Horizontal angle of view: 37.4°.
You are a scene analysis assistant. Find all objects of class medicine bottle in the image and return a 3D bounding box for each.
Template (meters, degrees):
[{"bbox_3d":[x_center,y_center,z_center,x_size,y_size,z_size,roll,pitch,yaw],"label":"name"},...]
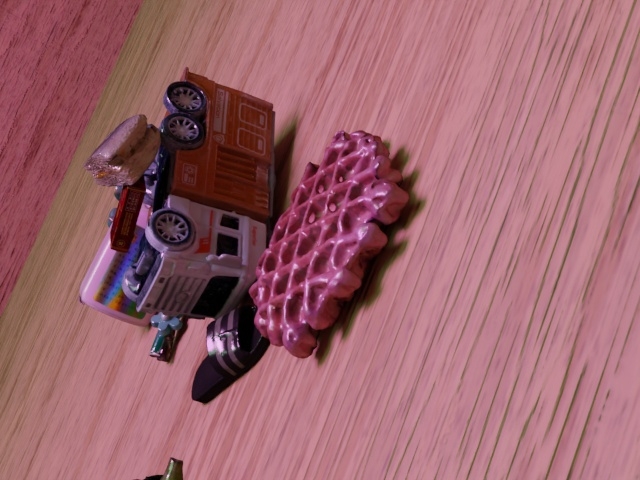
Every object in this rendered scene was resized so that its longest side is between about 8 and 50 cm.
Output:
[{"bbox_3d":[-0.266,0.013,1.422,0.219,0.115,0.078,-63,21,3],"label":"medicine bottle"}]

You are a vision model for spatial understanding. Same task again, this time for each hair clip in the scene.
[{"bbox_3d":[-0.198,0.086,1.307,0.049,0.049,0.173,-34,36,50],"label":"hair clip"}]

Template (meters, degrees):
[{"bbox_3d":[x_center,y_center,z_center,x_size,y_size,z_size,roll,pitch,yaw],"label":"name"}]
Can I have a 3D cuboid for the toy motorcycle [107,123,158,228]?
[{"bbox_3d":[-0.313,-0.076,1.658,0.296,0.109,0.198,-99,30,-51],"label":"toy motorcycle"}]

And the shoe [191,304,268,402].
[{"bbox_3d":[-0.112,0.123,1.064,0.179,0.049,0.071,-45,30,38],"label":"shoe"}]

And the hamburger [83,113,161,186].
[{"bbox_3d":[-0.222,-0.106,1.082,0.084,0.054,0.121,-57,20,-20],"label":"hamburger"}]

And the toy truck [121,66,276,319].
[{"bbox_3d":[-0.137,-0.050,1.156,0.136,0.162,0.305,125,152,-48],"label":"toy truck"}]

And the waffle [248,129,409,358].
[{"bbox_3d":[0.000,0.000,0.940,0.234,0.055,0.221,-59,23,16],"label":"waffle"}]

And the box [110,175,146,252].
[{"bbox_3d":[-0.225,-0.033,1.105,0.051,0.023,0.082,-116,43,-65],"label":"box"}]

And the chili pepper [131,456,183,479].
[{"bbox_3d":[-0.183,0.339,0.928,0.136,0.099,0.270,-132,64,-75],"label":"chili pepper"}]
